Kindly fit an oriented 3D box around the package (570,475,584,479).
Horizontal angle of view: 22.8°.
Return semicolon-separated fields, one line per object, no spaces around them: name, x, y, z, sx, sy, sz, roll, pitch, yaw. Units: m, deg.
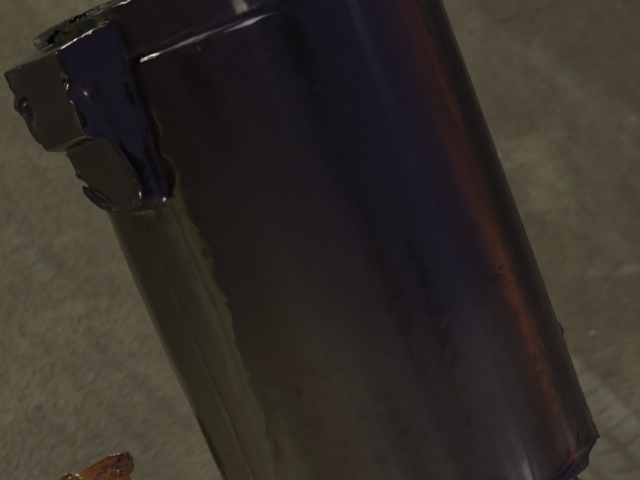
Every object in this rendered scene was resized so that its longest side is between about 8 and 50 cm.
package;0.136;0.219;1.126;0.232;0.040;0.166;38;67;19

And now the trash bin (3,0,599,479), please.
trash bin;0.000;0.000;0.823;0.252;0.203;0.302;-30;102;-42

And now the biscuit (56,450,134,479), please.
biscuit;-0.171;0.182;1.014;0.019;0.119;0.130;43;35;24
